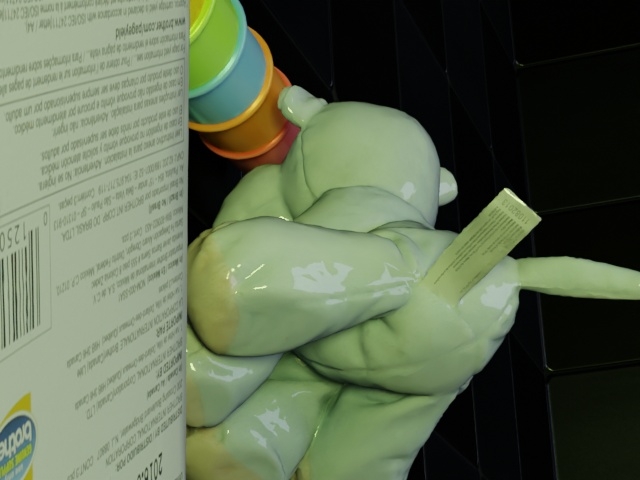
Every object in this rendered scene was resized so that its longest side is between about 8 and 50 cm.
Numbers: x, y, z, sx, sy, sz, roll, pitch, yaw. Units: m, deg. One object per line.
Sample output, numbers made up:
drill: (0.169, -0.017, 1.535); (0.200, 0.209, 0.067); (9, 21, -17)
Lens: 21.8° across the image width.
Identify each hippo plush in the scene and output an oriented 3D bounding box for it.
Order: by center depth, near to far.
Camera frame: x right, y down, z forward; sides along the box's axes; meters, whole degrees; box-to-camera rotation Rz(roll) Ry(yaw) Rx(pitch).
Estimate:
hippo plush: (0.000, 0.000, 1.040); (0.234, 0.294, 0.237); (27, 31, -32)

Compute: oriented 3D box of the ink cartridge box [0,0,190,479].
ink cartridge box: (-0.148, 0.004, 0.558); (0.270, 0.151, 0.396); (-40, 131, -73)

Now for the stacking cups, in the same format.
stacking cups: (-0.081, -0.112, 1.069); (0.316, 0.096, 0.096); (52, 32, -65)
